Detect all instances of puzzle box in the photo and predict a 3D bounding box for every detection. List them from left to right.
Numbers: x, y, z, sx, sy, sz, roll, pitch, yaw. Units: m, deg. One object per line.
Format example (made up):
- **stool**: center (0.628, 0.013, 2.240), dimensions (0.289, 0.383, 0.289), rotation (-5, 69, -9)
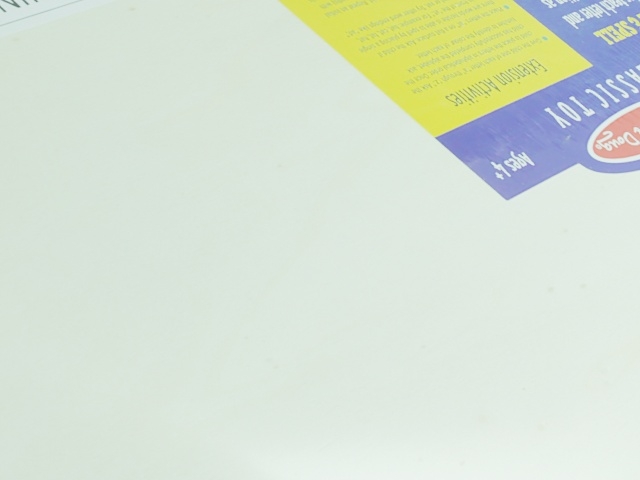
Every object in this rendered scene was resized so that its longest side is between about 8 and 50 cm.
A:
- **puzzle box**: center (0.000, 0.000, 0.438), dimensions (0.272, 0.052, 0.409), rotation (43, 44, 22)
